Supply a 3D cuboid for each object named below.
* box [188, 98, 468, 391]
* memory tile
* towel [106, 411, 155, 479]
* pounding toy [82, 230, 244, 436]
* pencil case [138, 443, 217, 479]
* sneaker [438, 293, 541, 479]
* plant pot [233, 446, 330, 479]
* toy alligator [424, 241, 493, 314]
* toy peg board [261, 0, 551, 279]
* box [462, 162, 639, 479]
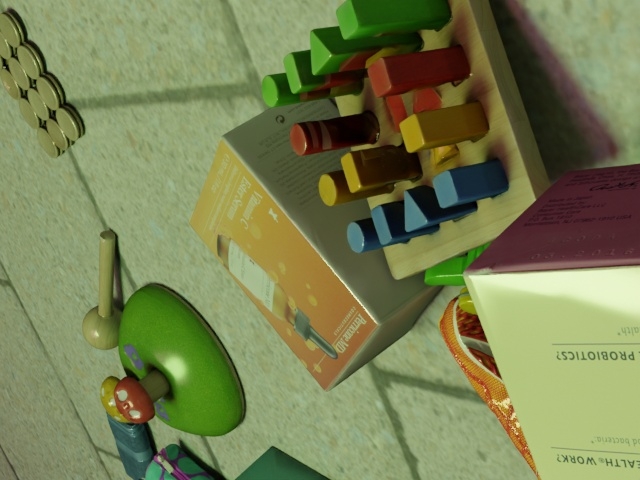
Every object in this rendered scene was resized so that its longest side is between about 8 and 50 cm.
[{"bbox_3d":[0.000,0.000,0.825,0.170,0.091,0.130,50,149,13],"label":"box"},{"bbox_3d":[-0.298,-0.159,1.183,0.148,0.012,0.113,59,150,-5],"label":"memory tile"},{"bbox_3d":[-0.240,0.267,1.486,0.067,0.029,0.119,27,138,41],"label":"towel"},{"bbox_3d":[-0.197,0.134,1.218,0.237,0.110,0.183,42,147,23],"label":"pounding toy"},{"bbox_3d":[-0.144,0.301,1.344,0.152,0.064,0.070,28,156,39],"label":"pencil case"},{"bbox_3d":[0.144,0.108,0.767,0.175,0.064,0.067,59,170,6],"label":"sneaker"},{"bbox_3d":[-0.065,0.356,1.114,0.165,0.234,0.165,20,133,46],"label":"plant pot"},{"bbox_3d":[0.138,0.011,0.684,0.051,0.056,0.190,20,157,-31],"label":"toy alligator"},{"bbox_3d":[0.038,-0.064,0.677,0.161,0.079,0.160,-30,75,60],"label":"toy peg board"},{"bbox_3d":[0.218,0.087,0.531,0.213,0.117,0.243,-6,114,44],"label":"box"}]
